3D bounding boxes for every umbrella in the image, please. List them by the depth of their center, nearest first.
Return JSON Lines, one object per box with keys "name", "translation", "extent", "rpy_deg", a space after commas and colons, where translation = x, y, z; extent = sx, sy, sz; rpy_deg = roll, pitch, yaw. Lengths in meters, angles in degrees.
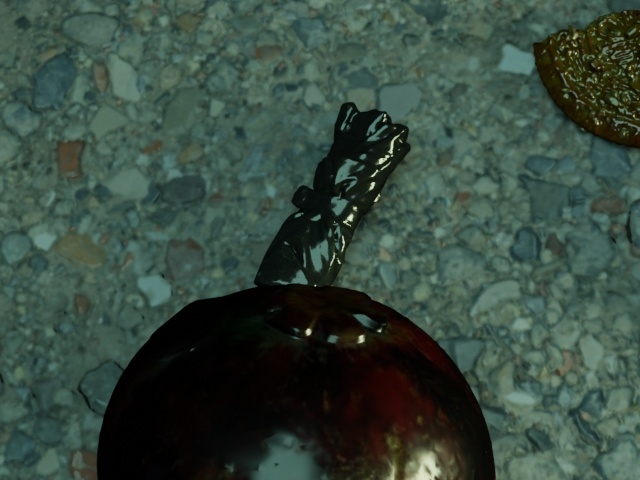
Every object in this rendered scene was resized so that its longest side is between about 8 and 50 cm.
{"name": "umbrella", "translation": [0.000, 0.000, 1.267], "extent": [0.066, 0.059, 0.236], "rpy_deg": [19, 76, 31]}

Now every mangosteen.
{"name": "mangosteen", "translation": [-0.024, 0.179, 1.107], "extent": [0.311, 0.311, 0.311], "rpy_deg": [-2, 74, 8]}

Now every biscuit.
{"name": "biscuit", "translation": [0.286, -0.137, 1.278], "extent": [0.206, 0.025, 0.126], "rpy_deg": [-11, 73, 6]}
